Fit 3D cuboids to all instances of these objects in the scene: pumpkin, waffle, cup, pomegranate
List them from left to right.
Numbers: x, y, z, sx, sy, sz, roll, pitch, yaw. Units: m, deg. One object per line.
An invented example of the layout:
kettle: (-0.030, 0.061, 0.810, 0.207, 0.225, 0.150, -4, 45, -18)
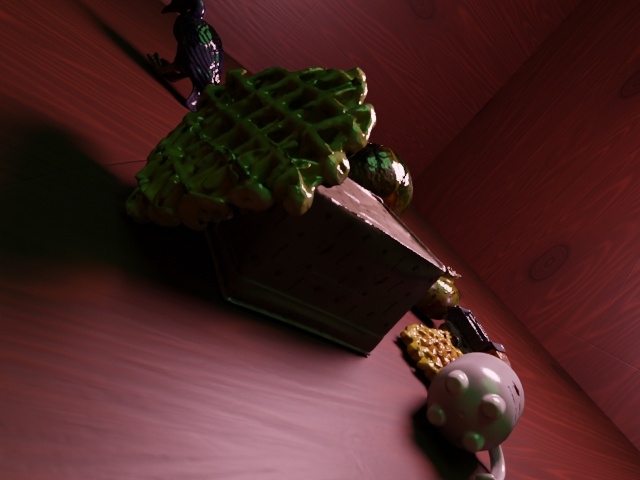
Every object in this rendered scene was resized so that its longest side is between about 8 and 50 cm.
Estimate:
waffle: (-0.090, -0.128, 0.589, 0.073, 0.316, 0.297, 68, 34, -41)
pumpkin: (0.067, -0.099, 0.962, 0.237, 0.237, 0.159, 26, 41, -46)
pomegranate: (0.289, 0.135, 1.188, 0.130, 0.130, 0.130, 39, 16, -13)
waffle: (0.263, 0.259, 0.934, 0.254, 0.052, 0.245, 49, 18, 27)
cup: (0.227, 0.268, 0.727, 0.134, 0.174, 0.142, 14, 3, 29)

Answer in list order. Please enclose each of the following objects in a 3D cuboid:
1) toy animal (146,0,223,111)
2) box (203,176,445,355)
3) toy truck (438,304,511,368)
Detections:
toy animal: (-0.325, -0.460, 1.185, 0.299, 0.185, 0.122, 66, 17, 13)
box: (0.000, 0.000, 0.729, 0.297, 0.190, 0.225, 30, 18, -38)
toy truck: (0.351, 0.238, 1.092, 0.083, 0.092, 0.192, 24, 31, -50)
